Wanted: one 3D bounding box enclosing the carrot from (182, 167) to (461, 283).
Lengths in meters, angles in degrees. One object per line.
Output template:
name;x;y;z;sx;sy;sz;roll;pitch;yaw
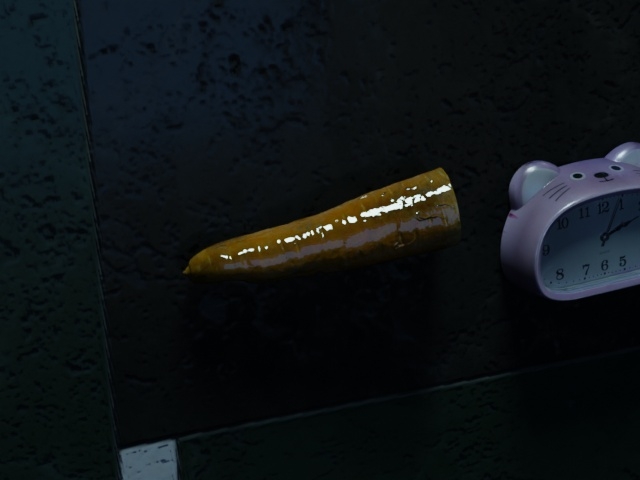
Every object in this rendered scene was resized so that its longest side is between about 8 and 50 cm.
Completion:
carrot;0.000;0.000;0.929;0.210;0.061;0.061;-15;112;-11

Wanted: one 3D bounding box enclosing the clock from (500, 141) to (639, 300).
clock;0.224;-0.014;1.009;0.153;0.050;0.110;-12;111;-18
